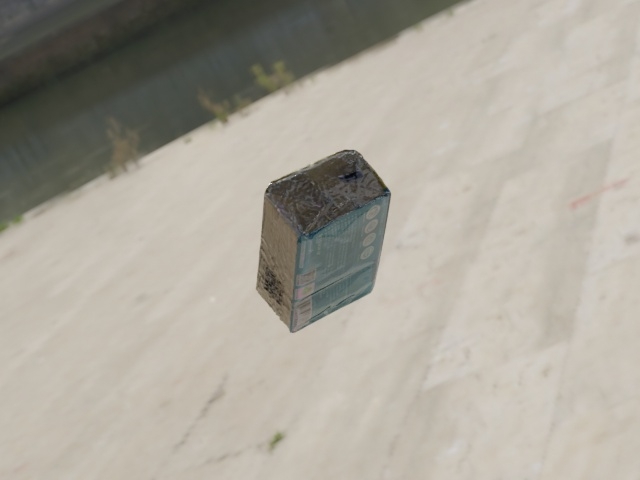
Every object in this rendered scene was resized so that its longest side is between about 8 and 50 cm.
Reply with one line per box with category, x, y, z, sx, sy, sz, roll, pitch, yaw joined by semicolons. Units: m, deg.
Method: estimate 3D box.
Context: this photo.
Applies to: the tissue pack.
tissue pack;0.000;0.000;1.398;0.120;0.082;0.169;-27;-32;-24
